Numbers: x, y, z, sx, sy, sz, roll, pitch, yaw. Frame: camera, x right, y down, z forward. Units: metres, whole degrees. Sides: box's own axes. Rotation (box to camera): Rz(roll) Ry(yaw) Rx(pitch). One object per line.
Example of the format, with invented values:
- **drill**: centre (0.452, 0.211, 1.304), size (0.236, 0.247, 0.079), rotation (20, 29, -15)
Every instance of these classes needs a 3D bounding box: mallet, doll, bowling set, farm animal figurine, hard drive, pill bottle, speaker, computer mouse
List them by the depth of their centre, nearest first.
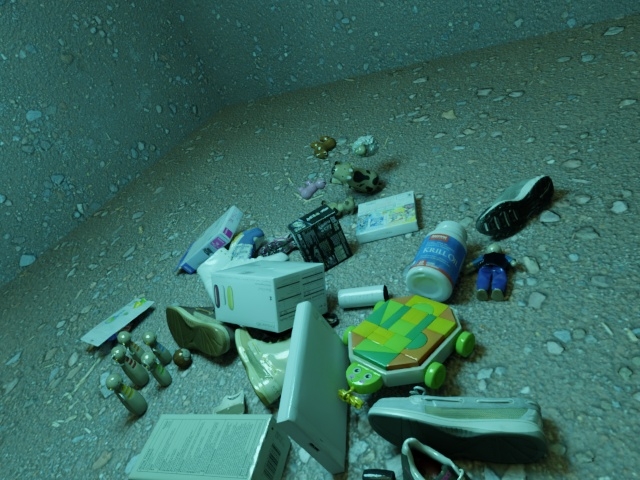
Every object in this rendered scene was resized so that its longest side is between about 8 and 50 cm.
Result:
- **mallet**: centre (0.108, 0.503, 0.815), size (0.062, 0.039, 0.190), rotation (-13, 39, 14)
- **hard drive**: centre (-0.003, 0.308, 1.004), size (0.040, 0.203, 0.308), rotation (-24, 31, 22)
- **doll**: centre (0.441, 0.074, 1.190), size (0.129, 0.046, 0.189), rotation (-3, 39, 30)
- **pill bottle**: centre (0.321, 0.048, 1.234), size (0.124, 0.124, 0.222), rotation (1, 41, 35)
- **speaker**: centre (0.120, 0.156, 1.279), size (0.136, 0.055, 0.055), rotation (-10, 35, 23)
- **computer mouse**: centre (-0.065, 0.230, 1.310), size (0.241, 0.041, 0.071), rotation (-11, 34, 20)
- **bowling set**: centre (-0.499, 0.335, 1.344), size (0.199, 0.154, 0.287), rotation (-30, 33, -7)
- **farm animal figurine**: centre (0.090, -0.215, 1.689), size (0.326, 0.331, 0.172), rotation (-9, 19, -32)

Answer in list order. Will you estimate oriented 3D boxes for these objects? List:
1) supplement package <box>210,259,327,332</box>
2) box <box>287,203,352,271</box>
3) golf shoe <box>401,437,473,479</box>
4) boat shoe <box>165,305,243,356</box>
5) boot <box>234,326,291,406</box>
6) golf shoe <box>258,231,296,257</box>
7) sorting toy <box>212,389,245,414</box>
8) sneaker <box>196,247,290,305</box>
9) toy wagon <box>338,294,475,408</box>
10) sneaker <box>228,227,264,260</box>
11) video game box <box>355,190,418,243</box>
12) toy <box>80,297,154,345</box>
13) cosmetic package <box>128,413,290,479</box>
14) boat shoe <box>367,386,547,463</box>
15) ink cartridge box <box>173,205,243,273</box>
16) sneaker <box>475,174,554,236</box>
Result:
- **supplement package**: centre (-0.146, 0.147, 1.299), size (0.261, 0.145, 0.204), rotation (0, 9, 41)
- **box**: centre (0.000, 0.000, 1.465), size (0.147, 0.180, 0.077), rotation (-30, 33, -8)
- **golf shoe**: centre (0.230, 0.437, 0.745), size (0.105, 0.120, 0.272), rotation (-38, 36, -22)
- **boat shoe**: centre (-0.355, 0.263, 1.413), size (0.341, 0.124, 0.123), rotation (4, 12, 44)
- **boot**: centre (-0.107, 0.283, 1.210), size (0.203, 0.095, 0.262), rotation (-31, 34, -8)
- **golf shoe**: centre (-0.135, 0.017, 1.653), size (0.186, 0.068, 0.086), rotation (-26, 6, -1)
- **sorting toy**: centre (-0.221, 0.412, 1.158), size (0.083, 0.045, 0.075), rotation (-22, 25, 6)
- **sneaker**: centre (-0.259, 0.074, 1.518), size (0.292, 0.108, 0.169), rotation (-28, 73, -22)
- **toy wagon**: centre (0.173, 0.249, 1.061), size (0.344, 0.068, 0.267), rotation (-32, 31, -33)
- **sneaker**: centre (-0.282, 0.074, 1.647), size (0.130, 0.112, 0.296), rotation (25, 54, 26)
- **video game box**: centre (0.226, -0.081, 1.555), size (0.205, 0.048, 0.187), rotation (-13, 32, 19)
- **toy**: centre (-0.708, 0.298, 1.630), size (0.136, 0.056, 0.237), rotation (1, 36, 41)
- **cosmetic package**: centre (-0.238, 0.479, 1.004), size (0.309, 0.113, 0.160), rotation (-9, 35, 24)
- **boat shoe**: centre (0.252, 0.342, 0.877), size (0.320, 0.118, 0.103), rotation (-5, 31, 22)
- **ink cartridge box**: centre (-0.436, 0.010, 1.786), size (0.311, 0.065, 0.186), rotation (-33, 25, 30)
- **sneaker**: centre (0.550, -0.097, 1.332), size (0.271, 0.100, 0.108), rotation (-32, 19, -17)
